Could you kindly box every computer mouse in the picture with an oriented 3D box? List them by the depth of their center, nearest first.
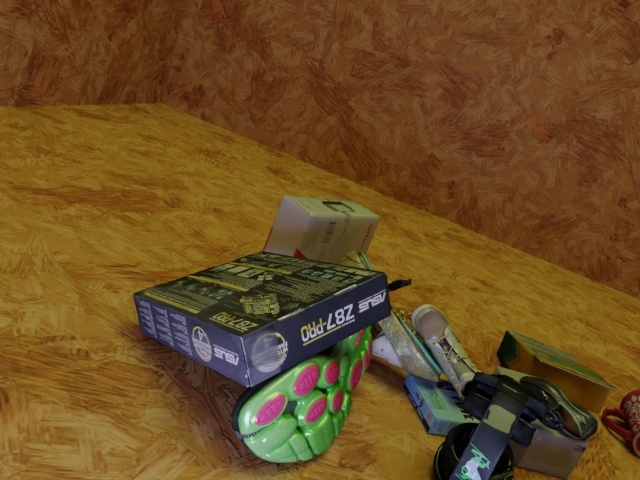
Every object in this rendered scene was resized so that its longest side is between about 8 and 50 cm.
[{"bbox_3d":[0.121,0.127,1.549,0.241,0.041,0.071,-14,-14,9],"label":"computer mouse"}]

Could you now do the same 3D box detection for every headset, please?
[{"bbox_3d":[0.313,0.346,1.005,0.185,0.244,0.394,27,19,20],"label":"headset"}]

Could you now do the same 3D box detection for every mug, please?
[{"bbox_3d":[0.792,0.466,1.452,0.113,0.150,0.169,58,25,-3],"label":"mug"}]

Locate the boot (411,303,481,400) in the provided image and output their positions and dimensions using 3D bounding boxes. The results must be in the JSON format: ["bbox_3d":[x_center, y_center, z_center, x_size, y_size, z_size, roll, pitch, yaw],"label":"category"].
[{"bbox_3d":[0.281,0.247,1.267,0.213,0.077,0.165,57,3,-27],"label":"boot"}]

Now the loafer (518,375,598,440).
[{"bbox_3d":[0.469,0.335,1.187,0.170,0.062,0.061,31,28,36],"label":"loafer"}]

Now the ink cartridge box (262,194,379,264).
[{"bbox_3d":[0.000,0.000,1.697,0.131,0.226,0.306,35,22,35],"label":"ink cartridge box"}]

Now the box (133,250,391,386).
[{"bbox_3d":[-0.117,0.118,1.095,0.318,0.097,0.394,-17,16,-39],"label":"box"}]

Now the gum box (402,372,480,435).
[{"bbox_3d":[0.289,0.360,1.266,0.184,0.041,0.157,15,18,-18],"label":"gum box"}]

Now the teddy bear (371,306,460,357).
[{"bbox_3d":[0.199,0.210,1.493,0.337,0.113,0.245,19,16,-6],"label":"teddy bear"}]

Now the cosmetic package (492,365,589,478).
[{"bbox_3d":[0.455,0.387,1.277,0.127,0.107,0.238,18,21,-8],"label":"cosmetic package"}]

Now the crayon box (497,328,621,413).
[{"bbox_3d":[0.594,0.334,1.509,0.203,0.083,0.323,21,5,3],"label":"crayon box"}]

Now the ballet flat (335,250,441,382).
[{"bbox_3d":[0.133,0.187,1.326,0.123,0.123,0.349,-7,60,-55],"label":"ballet flat"}]

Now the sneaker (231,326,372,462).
[{"bbox_3d":[-0.043,0.246,1.100,0.202,0.186,0.483,-2,12,21],"label":"sneaker"}]
